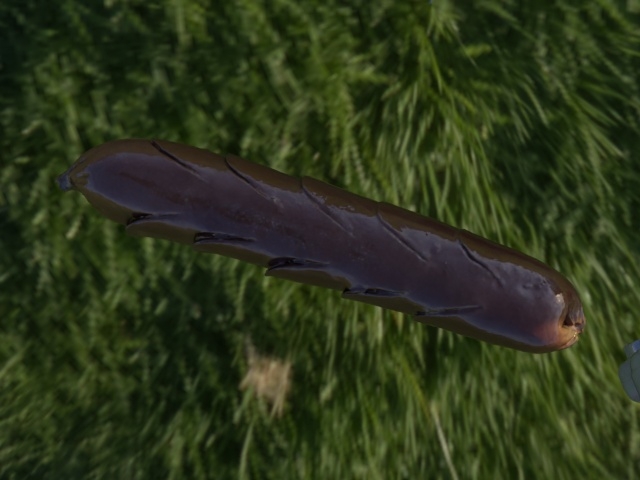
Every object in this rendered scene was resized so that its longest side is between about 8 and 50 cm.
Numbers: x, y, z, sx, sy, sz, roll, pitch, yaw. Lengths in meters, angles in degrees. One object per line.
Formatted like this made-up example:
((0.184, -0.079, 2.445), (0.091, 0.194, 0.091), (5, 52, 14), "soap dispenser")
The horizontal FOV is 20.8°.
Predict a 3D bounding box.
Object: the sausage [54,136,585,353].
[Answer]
((0.000, -0.002, 1.363), (0.433, 0.088, 0.088), (17, 98, 5), "sausage")

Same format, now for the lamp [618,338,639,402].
((0.388, 0.126, 1.724), (0.179, 0.246, 0.108), (-14, 82, -20), "lamp")
